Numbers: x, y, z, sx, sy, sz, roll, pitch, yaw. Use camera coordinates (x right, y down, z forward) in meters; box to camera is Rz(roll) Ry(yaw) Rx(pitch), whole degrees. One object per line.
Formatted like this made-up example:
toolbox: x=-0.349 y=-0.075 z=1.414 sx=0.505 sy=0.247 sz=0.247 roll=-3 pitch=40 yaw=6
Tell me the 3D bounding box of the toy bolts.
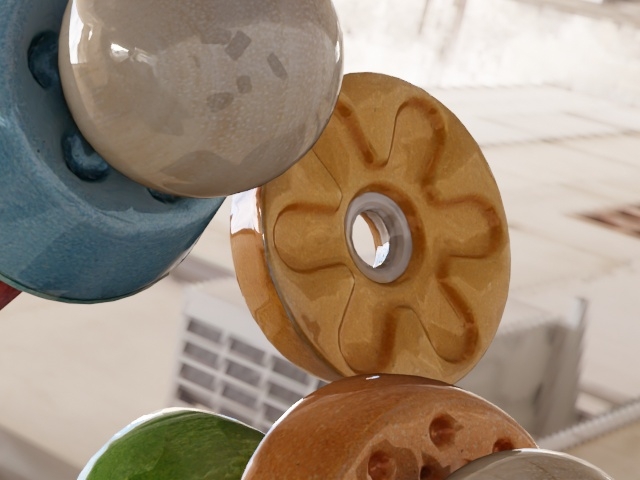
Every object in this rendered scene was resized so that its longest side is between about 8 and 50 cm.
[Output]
toy bolts: x=0.000 y=0.000 z=0.432 sx=0.228 sy=0.158 sz=0.218 roll=45 pitch=-125 yaw=-23
